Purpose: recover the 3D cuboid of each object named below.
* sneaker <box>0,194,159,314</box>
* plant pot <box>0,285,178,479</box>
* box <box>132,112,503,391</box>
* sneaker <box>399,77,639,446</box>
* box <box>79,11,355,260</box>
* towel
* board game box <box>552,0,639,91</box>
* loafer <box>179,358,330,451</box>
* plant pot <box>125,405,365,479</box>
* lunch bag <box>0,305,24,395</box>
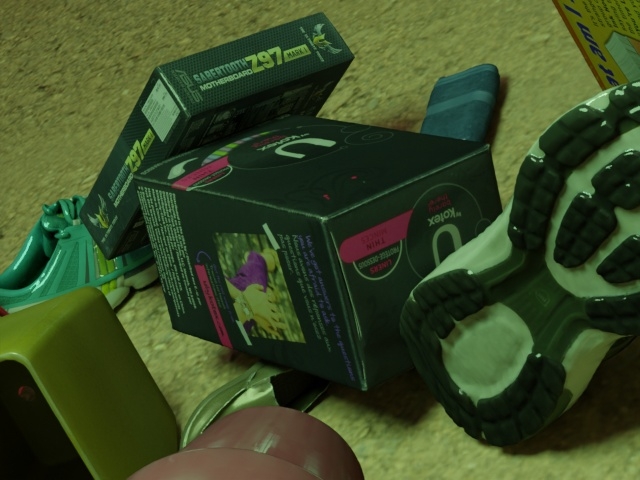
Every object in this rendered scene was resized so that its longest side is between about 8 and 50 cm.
[{"bbox_3d":[-0.209,0.001,1.722,0.275,0.110,0.107,-43,30,-15],"label":"sneaker"},{"bbox_3d":[-0.228,0.154,1.441,0.212,0.212,0.187,-20,20,25],"label":"plant pot"},{"bbox_3d":[0.000,0.000,1.435,0.165,0.143,0.270,-25,22,-32],"label":"box"},{"bbox_3d":[0.206,-0.019,1.196,0.182,0.158,0.410,-37,-3,-37],"label":"sneaker"},{"bbox_3d":[-0.093,-0.089,1.605,0.183,0.059,0.232,-23,-19,-35],"label":"box"},{"bbox_3d":[0.123,-0.108,1.629,0.067,0.029,0.119,-17,33,29],"label":"towel"},{"bbox_3d":[0.375,-0.225,1.215,0.356,0.356,0.356,-39,30,-8],"label":"board game box"},{"bbox_3d":[-0.048,0.130,1.427,0.148,0.056,0.050,-46,25,-19],"label":"loafer"},{"bbox_3d":[-0.045,0.204,1.200,0.201,0.201,0.180,-24,16,19],"label":"plant pot"},{"bbox_3d":[-0.389,0.091,1.559,0.120,0.293,0.258,0,58,45],"label":"lunch bag"}]
